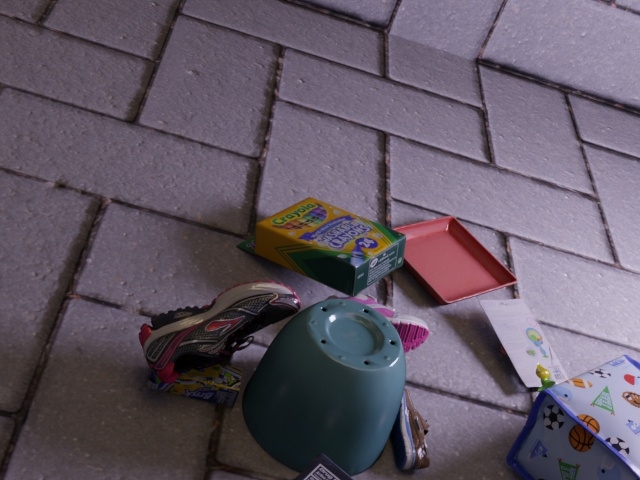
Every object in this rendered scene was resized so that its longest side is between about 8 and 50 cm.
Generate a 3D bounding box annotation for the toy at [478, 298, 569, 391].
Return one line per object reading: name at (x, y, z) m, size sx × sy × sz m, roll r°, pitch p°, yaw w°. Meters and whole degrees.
toy at (0.448, 0.239, 2.253) m, size 0.137 × 0.056 × 0.237 m, roll 1°, pitch 46°, yaw -33°

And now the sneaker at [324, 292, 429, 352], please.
sneaker at (0.110, 0.165, 2.129) m, size 0.252 × 0.103 × 0.111 m, roll 12°, pitch 38°, yaw -15°

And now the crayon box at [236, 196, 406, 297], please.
crayon box at (0.000, 0.000, 2.229) m, size 0.323 × 0.083 × 0.203 m, roll 22°, pitch 32°, yaw 30°

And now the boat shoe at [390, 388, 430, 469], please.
boat shoe at (0.173, 0.366, 1.943) m, size 0.066 × 0.066 × 0.183 m, roll 14°, pitch 46°, yaw -19°

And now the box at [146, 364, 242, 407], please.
box at (-0.235, 0.257, 1.868) m, size 0.169 × 0.054 × 0.059 m, roll 16°, pitch 37°, yaw -10°

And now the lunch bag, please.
lunch bag at (0.614, 0.443, 1.928) m, size 0.328 × 0.238 × 0.385 m, roll -15°, pitch 42°, yaw -42°

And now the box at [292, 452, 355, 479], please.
box at (0.005, 0.538, 1.521) m, size 0.296 × 0.182 × 0.294 m, roll 37°, pitch 39°, yaw 17°

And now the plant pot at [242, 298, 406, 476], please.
plant pot at (0.026, 0.252, 1.859) m, size 0.293 × 0.235 × 0.293 m, roll 14°, pitch 37°, yaw -11°

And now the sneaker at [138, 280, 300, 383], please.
sneaker at (-0.174, 0.170, 1.833) m, size 0.299 × 0.121 × 0.112 m, roll -22°, pitch 55°, yaw -8°

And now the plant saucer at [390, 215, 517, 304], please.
plant saucer at (0.305, 0.054, 2.423) m, size 0.258 × 0.047 × 0.259 m, roll -12°, pitch 49°, yaw -39°
